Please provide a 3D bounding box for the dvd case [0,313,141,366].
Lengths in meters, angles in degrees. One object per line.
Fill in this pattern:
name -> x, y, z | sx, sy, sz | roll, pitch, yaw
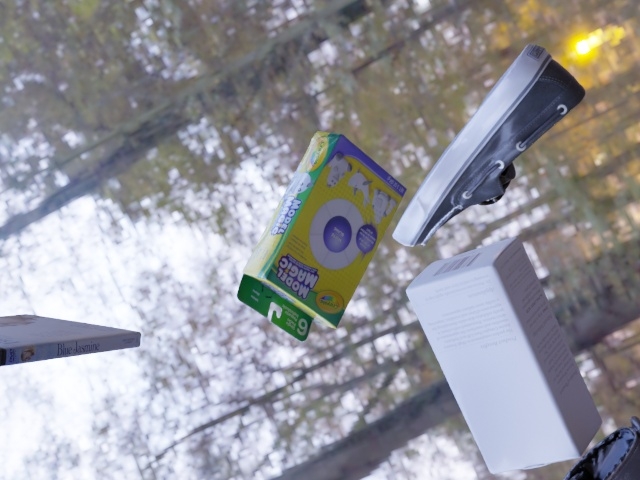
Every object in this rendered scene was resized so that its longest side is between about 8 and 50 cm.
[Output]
dvd case -> -0.351, 0.111, 1.406 | 0.253, 0.180, 0.022 | -1, -83, -63

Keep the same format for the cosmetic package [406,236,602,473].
cosmetic package -> 0.198, 0.125, 1.315 | 0.085, 0.117, 0.231 | -38, -74, -52

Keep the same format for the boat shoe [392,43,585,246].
boat shoe -> 0.087, -0.041, 0.659 | 0.040, 0.142, 0.049 | 36, -144, 1

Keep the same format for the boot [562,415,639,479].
boot -> 0.314, 0.317, 1.302 | 0.229, 0.263, 0.091 | 26, -167, -32

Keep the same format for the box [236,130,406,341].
box -> 0.000, 0.000, 1.146 | 0.105, 0.043, 0.179 | 36, -103, -37
